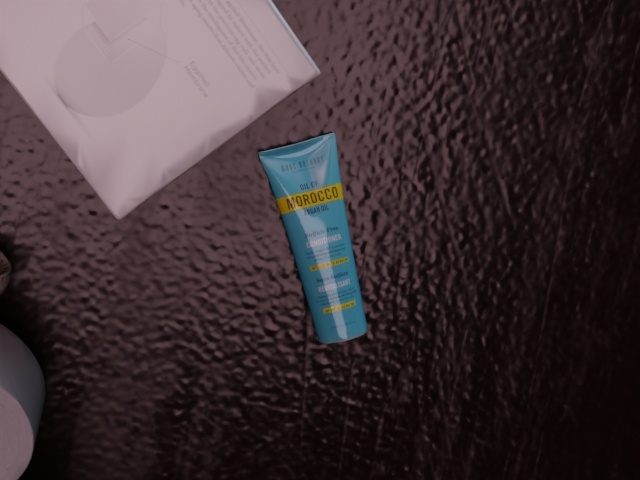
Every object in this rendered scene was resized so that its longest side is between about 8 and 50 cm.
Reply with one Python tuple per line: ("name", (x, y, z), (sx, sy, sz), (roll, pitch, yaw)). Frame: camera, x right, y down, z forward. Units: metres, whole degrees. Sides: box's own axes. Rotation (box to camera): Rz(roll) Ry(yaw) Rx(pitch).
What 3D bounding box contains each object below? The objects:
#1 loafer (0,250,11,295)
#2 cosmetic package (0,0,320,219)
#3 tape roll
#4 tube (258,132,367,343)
("loafer", (-0.411, -0.062, 0.906), (0.319, 0.112, 0.111), (40, 102, -13))
("cosmetic package", (-0.158, -0.181, 0.901), (0.224, 0.138, 0.224), (-35, 104, 2))
("tape roll", (-0.377, 0.159, 0.933), (0.219, 0.072, 0.219), (-2, 127, -3))
("tube", (0.000, 0.000, 1.011), (0.080, 0.052, 0.207), (-16, 97, -14))
